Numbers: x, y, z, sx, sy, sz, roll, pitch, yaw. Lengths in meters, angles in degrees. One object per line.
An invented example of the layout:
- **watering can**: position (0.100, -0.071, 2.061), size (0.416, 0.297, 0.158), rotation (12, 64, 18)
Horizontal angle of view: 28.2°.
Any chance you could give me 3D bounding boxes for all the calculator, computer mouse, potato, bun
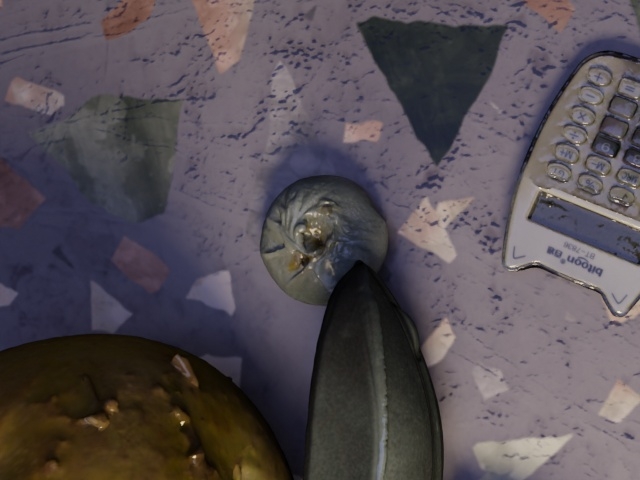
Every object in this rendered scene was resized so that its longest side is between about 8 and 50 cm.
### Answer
- **calculator**: position (0.299, -0.068, 1.306), size (0.177, 0.040, 0.268), rotation (25, 92, 12)
- **computer mouse**: position (0.062, 0.205, 1.252), size (0.114, 0.203, 0.374), rotation (1, 82, 22)
- **potato**: position (-0.163, 0.303, 1.225), size (0.319, 0.385, 0.442), rotation (-11, 101, -17)
- **bun**: position (0.000, 0.000, 1.344), size (0.140, 0.083, 0.141), rotation (0, 90, 11)
